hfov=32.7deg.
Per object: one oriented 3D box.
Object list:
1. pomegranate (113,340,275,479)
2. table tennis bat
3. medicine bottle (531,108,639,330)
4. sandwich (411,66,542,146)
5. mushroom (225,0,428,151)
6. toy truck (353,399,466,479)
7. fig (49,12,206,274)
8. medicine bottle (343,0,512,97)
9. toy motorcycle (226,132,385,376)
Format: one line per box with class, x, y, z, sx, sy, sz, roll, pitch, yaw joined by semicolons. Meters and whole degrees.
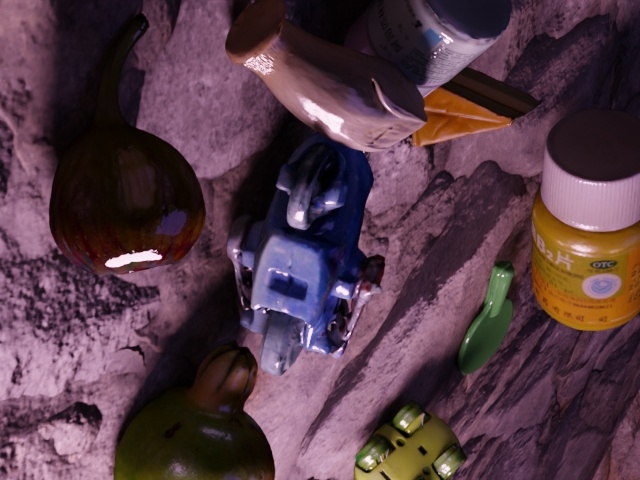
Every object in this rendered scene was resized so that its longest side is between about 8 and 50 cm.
pomegranate;-0.126;0.260;1.338;0.241;0.159;0.190;-56;150;-20
table tennis bat;0.312;0.142;2.012;0.160;0.039;0.257;-32;143;-39
medicine bottle;0.491;-0.032;1.950;0.224;0.224;0.384;-44;146;-27
sandwich;0.211;-0.162;1.492;0.079;0.163;0.113;-35;141;-37
mushroom;0.014;-0.166;1.168;0.247;0.096;0.108;23;92;-28
toy truck;0.132;0.394;1.856;0.187;0.148;0.210;-32;163;-43
fig;-0.185;-0.091;1.027;0.149;0.149;0.245;-8;96;-53
medicine bottle;0.119;-0.244;1.259;0.135;0.135;0.168;-36;179;-37
toy motorcycle;-0.024;-0.006;1.308;0.182;0.241;0.319;4;123;-14
